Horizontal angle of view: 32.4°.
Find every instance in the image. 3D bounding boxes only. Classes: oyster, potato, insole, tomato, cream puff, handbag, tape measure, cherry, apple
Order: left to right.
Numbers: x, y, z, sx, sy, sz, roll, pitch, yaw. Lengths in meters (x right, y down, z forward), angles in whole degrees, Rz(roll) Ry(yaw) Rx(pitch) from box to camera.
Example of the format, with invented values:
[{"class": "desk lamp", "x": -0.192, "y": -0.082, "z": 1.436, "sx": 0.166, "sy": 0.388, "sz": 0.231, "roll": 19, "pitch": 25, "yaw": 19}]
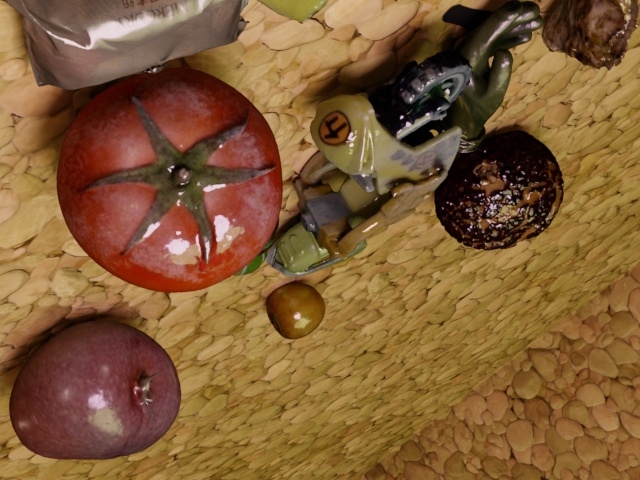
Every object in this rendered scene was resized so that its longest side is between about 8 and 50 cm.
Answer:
[{"class": "cherry", "x": -0.366, "y": 0.248, "z": 1.771, "sx": 0.307, "sy": 0.221, "sz": 0.261, "roll": -26, "pitch": 152, "yaw": 26}, {"class": "handbag", "x": -0.187, "y": -0.234, "z": 1.137, "sx": 0.270, "sy": 0.117, "sz": 0.182, "roll": -19, "pitch": 163, "yaw": -18}, {"class": "tomato", "x": -0.176, "y": -0.070, "z": 1.306, "sx": 0.265, "sy": 0.265, "sz": 0.265, "roll": -25, "pitch": 156, "yaw": -12}, {"class": "potato", "x": -0.035, "y": -0.313, "z": 1.229, "sx": 0.119, "sy": 0.054, "sz": 0.198, "roll": -33, "pitch": 161, "yaw": 5}, {"class": "apple", "x": -0.043, "y": 0.133, "z": 2.057, "sx": 0.102, "sy": 0.099, "sz": 0.114, "roll": -26, "pitch": 153, "yaw": -15}, {"class": "tape measure", "x": 0.000, "y": 0.000, "z": 1.845, "sx": 0.177, "sy": 0.087, "sz": 0.154, "roll": -24, "pitch": 171, "yaw": -20}, {"class": "insole", "x": 0.217, "y": -0.315, "z": 1.576, "sx": 0.135, "sy": 0.002, "sz": 0.045, "roll": 0, "pitch": 143, "yaw": -49}, {"class": "cream puff", "x": 0.324, "y": -0.079, "z": 1.972, "sx": 0.239, "sy": 0.165, "sz": 0.239, "roll": -23, "pitch": 157, "yaw": -10}, {"class": "oyster", "x": 0.384, "y": -0.342, "z": 1.519, "sx": 0.111, "sy": 0.204, "sz": 0.396, "roll": 11, "pitch": 147, "yaw": -1}]

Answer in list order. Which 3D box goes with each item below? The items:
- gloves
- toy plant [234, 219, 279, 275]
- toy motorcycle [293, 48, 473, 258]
[{"class": "gloves", "x": 0.235, "y": -0.240, "z": 1.605, "sx": 0.107, "sy": 0.135, "sz": 0.268, "roll": 9, "pitch": 135, "yaw": -17}, {"class": "toy plant", "x": -0.120, "y": -0.004, "z": 1.703, "sx": 0.093, "sy": 0.092, "sz": 0.162, "roll": -18, "pitch": 157, "yaw": -26}, {"class": "toy motorcycle", "x": 0.086, "y": -0.118, "z": 1.614, "sx": 0.237, "sy": 0.168, "sz": 0.410, "roll": -21, "pitch": 155, "yaw": -17}]
